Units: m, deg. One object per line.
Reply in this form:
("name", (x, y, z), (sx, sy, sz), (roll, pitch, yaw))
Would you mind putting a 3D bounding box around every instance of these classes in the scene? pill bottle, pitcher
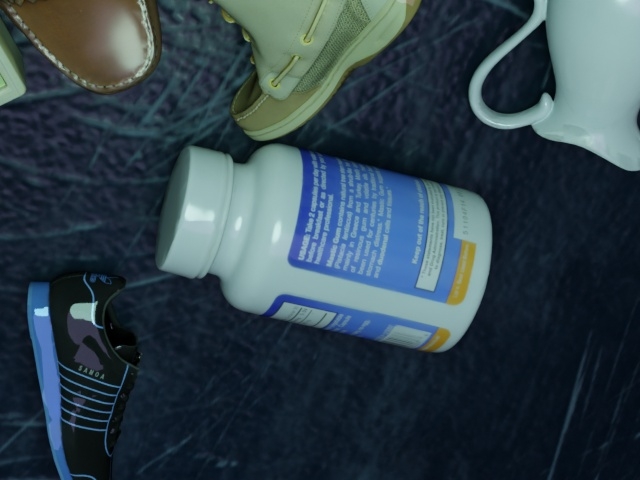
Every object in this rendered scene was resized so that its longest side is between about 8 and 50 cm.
("pill bottle", (0.000, 0.000, 1.281), (0.272, 0.152, 0.152), (14, 108, -15))
("pitcher", (0.229, -0.179, 1.279), (0.178, 0.125, 0.207), (9, 121, 2))

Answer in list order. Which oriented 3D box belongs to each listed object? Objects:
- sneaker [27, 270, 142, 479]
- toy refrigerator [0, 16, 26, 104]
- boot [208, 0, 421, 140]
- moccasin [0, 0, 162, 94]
("sneaker", (-0.205, 0.139, 1.336), (0.090, 0.081, 0.232), (-7, 111, 0))
("toy refrigerator", (-0.339, -0.219, 1.144), (0.102, 0.094, 0.269), (-25, 121, 0))
("boot", (-0.060, -0.191, 1.169), (0.203, 0.095, 0.262), (26, 149, -19))
("moccasin", (-0.231, -0.283, 1.128), (0.139, 0.147, 0.380), (-20, 113, -2))
